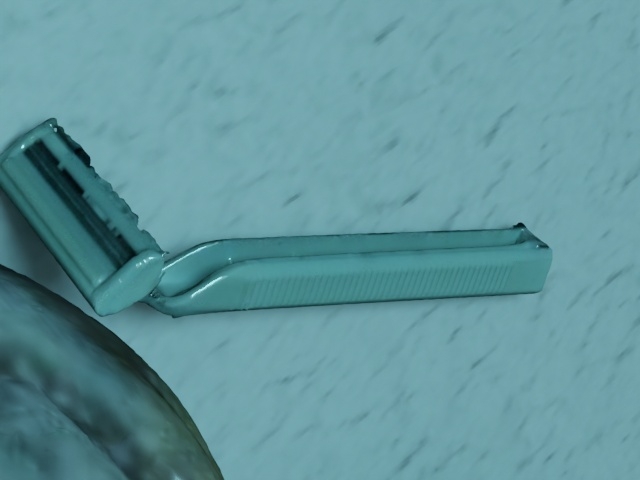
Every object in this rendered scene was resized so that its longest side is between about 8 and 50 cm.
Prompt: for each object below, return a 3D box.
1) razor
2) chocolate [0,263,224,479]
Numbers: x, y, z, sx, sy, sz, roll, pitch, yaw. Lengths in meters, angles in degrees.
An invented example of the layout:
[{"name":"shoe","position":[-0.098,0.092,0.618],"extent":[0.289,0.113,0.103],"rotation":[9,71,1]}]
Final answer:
[{"name":"razor","position":[-0.003,0.010,0.655],"extent":[0.278,0.111,0.056],"rotation":[6,116,-39]},{"name":"chocolate","position":[-0.135,0.152,0.476],"extent":[0.303,0.213,0.303],"rotation":[-7,101,-36]}]
